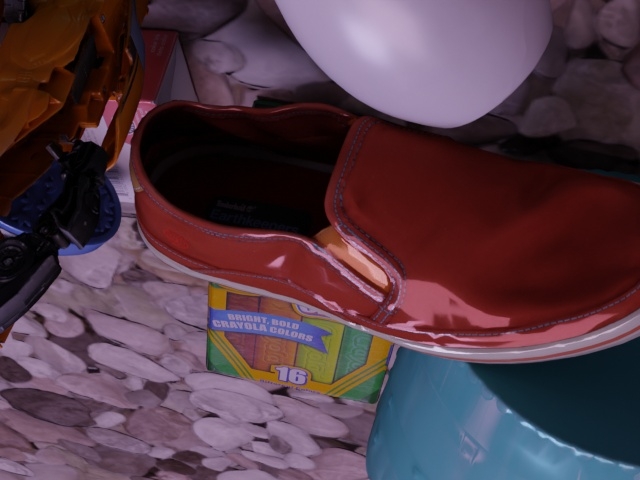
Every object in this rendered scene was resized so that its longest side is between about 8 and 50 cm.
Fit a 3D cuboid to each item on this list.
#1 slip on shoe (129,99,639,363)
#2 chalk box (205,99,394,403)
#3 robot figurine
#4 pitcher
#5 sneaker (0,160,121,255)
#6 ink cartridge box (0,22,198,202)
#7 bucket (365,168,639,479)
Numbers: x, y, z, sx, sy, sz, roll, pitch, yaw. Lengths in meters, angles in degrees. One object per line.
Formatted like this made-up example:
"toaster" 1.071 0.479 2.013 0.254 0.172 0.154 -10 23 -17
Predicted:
"slip on shoe" 0.039 -0.014 0.713 0.331 0.123 0.101 11 153 20
"chalk box" 0.000 0.000 0.890 0.132 0.132 0.213 12 148 3
"robot figurine" -0.199 -0.056 0.733 0.211 0.291 0.085 4 146 16
"pitcher" 0.039 -0.164 0.645 0.178 0.125 0.207 -27 121 39
"sneaker" -0.248 -0.039 0.843 0.232 0.081 0.090 22 148 -17
"ink cartridge box" -0.187 -0.087 0.889 0.198 0.067 0.115 5 146 11
"bucket" 0.174 0.099 0.824 0.281 0.281 0.183 13 135 2
